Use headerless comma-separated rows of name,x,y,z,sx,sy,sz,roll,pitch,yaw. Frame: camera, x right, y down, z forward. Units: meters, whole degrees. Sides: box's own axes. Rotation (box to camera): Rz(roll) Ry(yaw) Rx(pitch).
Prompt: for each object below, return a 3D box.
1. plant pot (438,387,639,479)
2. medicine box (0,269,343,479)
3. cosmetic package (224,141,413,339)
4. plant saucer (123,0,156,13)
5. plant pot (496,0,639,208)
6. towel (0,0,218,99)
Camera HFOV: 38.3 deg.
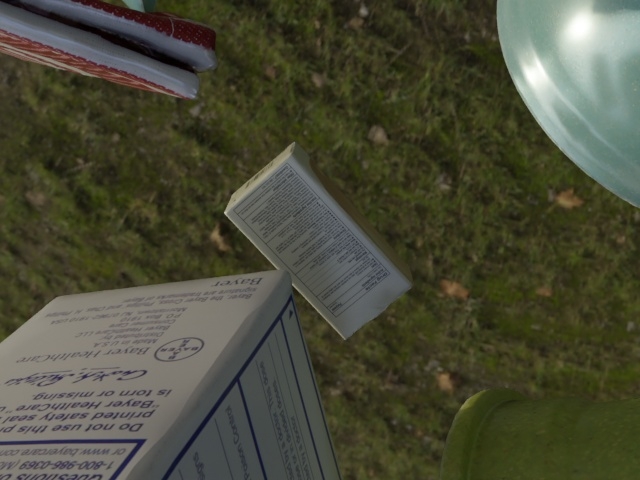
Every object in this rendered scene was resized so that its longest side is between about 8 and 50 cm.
plant pot,0.237,0.178,0.466,0.254,0.276,0.276,-22,129,27
medicine box,-0.090,0.192,0.408,0.149,0.289,0.263,-7,109,20
cosmetic package,0.000,0.000,0.586,0.060,0.041,0.115,-39,103,13
plant saucer,-0.195,-0.395,0.966,0.044,0.317,0.317,3,146,-6
plant pot,0.290,-0.178,0.597,0.293,0.293,0.196,23,151,-3
towel,-0.209,-0.128,0.422,0.237,0.037,0.329,15,-175,-32
